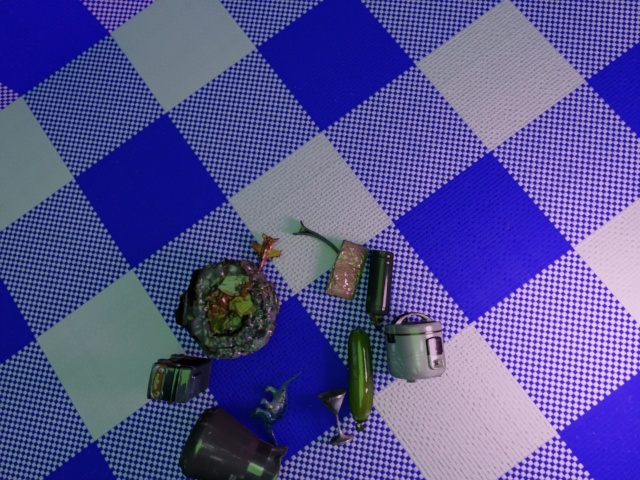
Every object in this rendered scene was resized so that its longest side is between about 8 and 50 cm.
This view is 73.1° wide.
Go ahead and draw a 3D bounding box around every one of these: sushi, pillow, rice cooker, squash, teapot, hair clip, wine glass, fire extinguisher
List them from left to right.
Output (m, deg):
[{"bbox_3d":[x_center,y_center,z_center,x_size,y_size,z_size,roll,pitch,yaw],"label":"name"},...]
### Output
[{"bbox_3d":[-0.350,0.264,1.690,0.418,0.176,0.417,-1,83,6],"label":"sushi"},{"bbox_3d":[-0.319,0.802,1.585,0.344,0.253,0.300,23,121,5],"label":"teapot"},{"bbox_3d":[0.000,0.000,1.770,0.230,0.039,0.070,29,84,7],"label":"hair clip"},{"bbox_3d":[0.060,0.664,1.632,0.122,0.122,0.182,-11,85,3],"label":"wine glass"},{"bbox_3d":[0.109,0.120,1.732,0.126,0.043,0.232,20,85,-5],"label":"pillow"},{"bbox_3d":[0.153,0.526,1.648,0.101,0.101,0.378,-1,77,5],"label":"squash"},{"bbox_3d":[0.232,0.194,1.686,0.095,0.114,0.311,9,83,-19],"label":"fire extinguisher"},{"bbox_3d":[0.351,0.387,1.594,0.226,0.226,0.244,-6,79,4],"label":"rice cooker"}]

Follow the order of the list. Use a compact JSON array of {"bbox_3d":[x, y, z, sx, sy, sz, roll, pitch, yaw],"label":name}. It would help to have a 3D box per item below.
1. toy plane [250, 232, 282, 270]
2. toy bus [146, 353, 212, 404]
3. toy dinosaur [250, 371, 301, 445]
[{"bbox_3d":[-0.233,0.066,1.774,0.135,0.062,0.188,17,97,7],"label":"toy plane"},{"bbox_3d":[-0.520,0.512,1.616,0.167,0.275,0.138,7,82,4],"label":"toy bus"},{"bbox_3d":[-0.188,0.648,1.670,0.144,0.076,0.329,17,87,-4],"label":"toy dinosaur"}]
